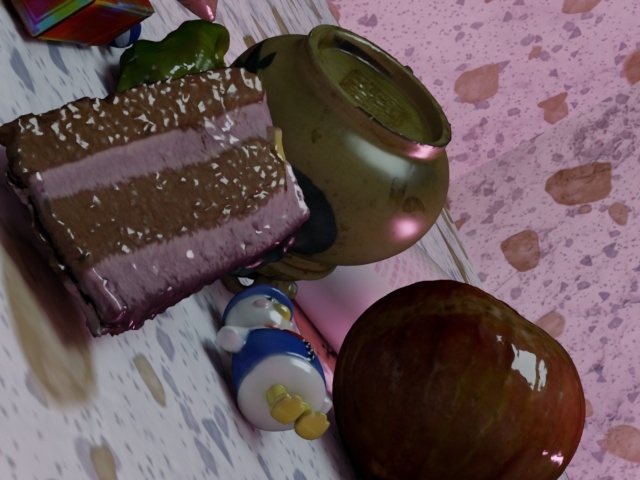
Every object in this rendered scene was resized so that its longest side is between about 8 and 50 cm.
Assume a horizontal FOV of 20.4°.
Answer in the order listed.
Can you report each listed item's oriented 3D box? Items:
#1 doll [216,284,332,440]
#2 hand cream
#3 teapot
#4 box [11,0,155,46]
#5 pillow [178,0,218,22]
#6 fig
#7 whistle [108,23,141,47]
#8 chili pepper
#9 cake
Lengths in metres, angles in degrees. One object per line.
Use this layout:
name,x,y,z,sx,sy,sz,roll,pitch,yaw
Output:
doll,-0.032,0.072,1.106,0.099,0.057,0.143,40,13,-30
hand cream,0.000,0.000,1.432,0.359,0.118,0.185,47,20,-37
teapot,-0.008,-0.046,1.219,0.173,0.182,0.269,39,25,-2
box,-0.166,-0.180,1.109,0.112,0.048,0.175,60,8,0
pillow,-0.144,-0.298,1.315,0.236,0.084,0.223,38,32,-63
fig,0.095,0.132,1.322,0.205,0.205,0.205,60,8,-14
whistle,-0.141,-0.154,1.251,0.083,0.029,0.033,-109,-173,-67
chili pepper,-0.101,-0.110,1.215,0.073,0.072,0.204,41,18,-9
cake,-0.085,-0.026,0.939,0.116,0.112,0.295,60,13,-1
